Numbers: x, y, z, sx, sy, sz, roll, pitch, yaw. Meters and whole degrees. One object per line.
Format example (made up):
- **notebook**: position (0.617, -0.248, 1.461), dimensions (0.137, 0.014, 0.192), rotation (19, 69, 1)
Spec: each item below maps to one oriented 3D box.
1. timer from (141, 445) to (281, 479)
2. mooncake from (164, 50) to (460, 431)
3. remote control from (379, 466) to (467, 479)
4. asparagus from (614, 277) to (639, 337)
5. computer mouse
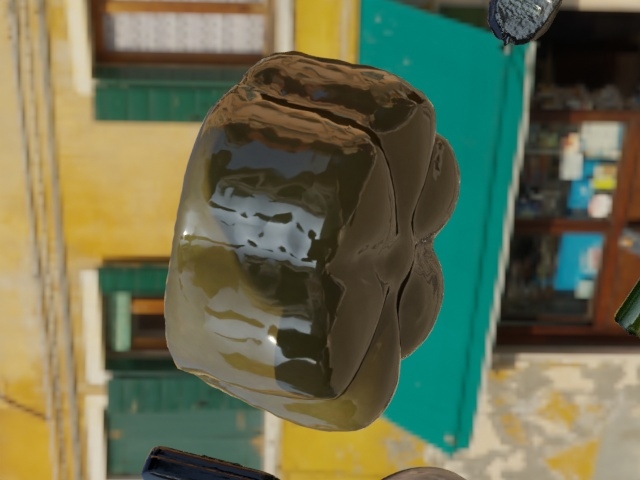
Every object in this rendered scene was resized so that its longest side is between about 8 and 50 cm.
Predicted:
- **timer**: position (-0.091, 0.269, 1.348), dimensions (0.187, 0.144, 0.055), rotation (76, -151, -53)
- **mooncake**: position (0.000, 0.000, 1.717), dimensions (0.467, 0.262, 0.467), rotation (14, -90, -68)
- **remote control**: position (0.051, 0.359, 1.228), dimensions (0.103, 0.332, 0.221), rotation (14, 146, 53)
- **asparagus**: position (0.362, 0.021, 1.375), dimensions (0.041, 0.045, 0.178), rotation (44, 111, 36)
- **computer mouse**: position (0.287, -0.343, 1.814), dimensions (0.172, 0.099, 0.057), rotation (-63, -1, 21)
